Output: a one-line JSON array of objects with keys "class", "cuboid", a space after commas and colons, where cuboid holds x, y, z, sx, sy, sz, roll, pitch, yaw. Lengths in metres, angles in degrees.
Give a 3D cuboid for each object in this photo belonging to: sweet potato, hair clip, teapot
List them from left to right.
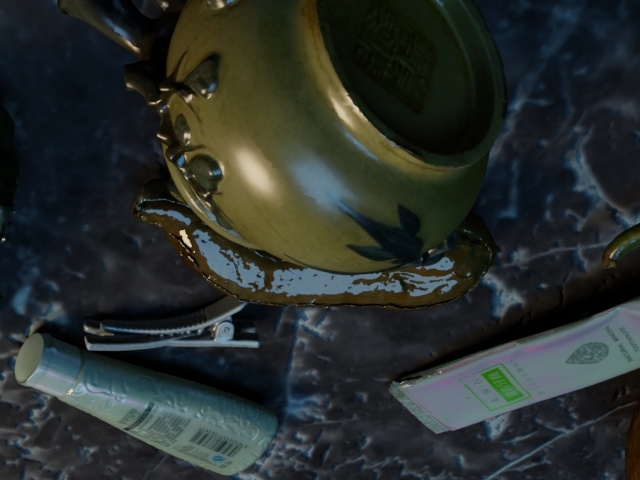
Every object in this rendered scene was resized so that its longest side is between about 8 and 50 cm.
[{"class": "hair clip", "cuboid": [-0.097, 0.052, 0.731, 0.115, 0.030, 0.039, -4, 114, -14]}, {"class": "teapot", "cuboid": [-0.022, -0.066, 0.560, 0.269, 0.173, 0.182, 33, 143, -25]}, {"class": "sweet potato", "cuboid": [-0.003, 0.005, 0.690, 0.233, 0.062, 0.081, 5, 116, -15]}]

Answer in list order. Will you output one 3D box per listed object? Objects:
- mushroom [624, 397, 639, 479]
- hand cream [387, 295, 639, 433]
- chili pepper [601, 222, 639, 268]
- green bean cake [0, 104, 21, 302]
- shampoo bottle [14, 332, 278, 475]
[{"class": "mushroom", "cuboid": [0.346, 0.144, 0.838, 0.253, 0.153, 0.253, -14, 142, -12]}, {"class": "hand cream", "cuboid": [0.185, 0.082, 0.807, 0.275, 0.050, 0.079, -23, 108, 23]}, {"class": "chili pepper", "cuboid": [0.376, -0.037, 0.728, 0.368, 0.092, 0.137, -4, 136, -10]}, {"class": "green bean cake", "cuboid": [-0.246, 0.031, 0.615, 0.193, 0.107, 0.208, -12, 135, -8]}, {"class": "shampoo bottle", "cuboid": [-0.121, 0.114, 0.770, 0.190, 0.041, 0.069, 28, 126, -34]}]
